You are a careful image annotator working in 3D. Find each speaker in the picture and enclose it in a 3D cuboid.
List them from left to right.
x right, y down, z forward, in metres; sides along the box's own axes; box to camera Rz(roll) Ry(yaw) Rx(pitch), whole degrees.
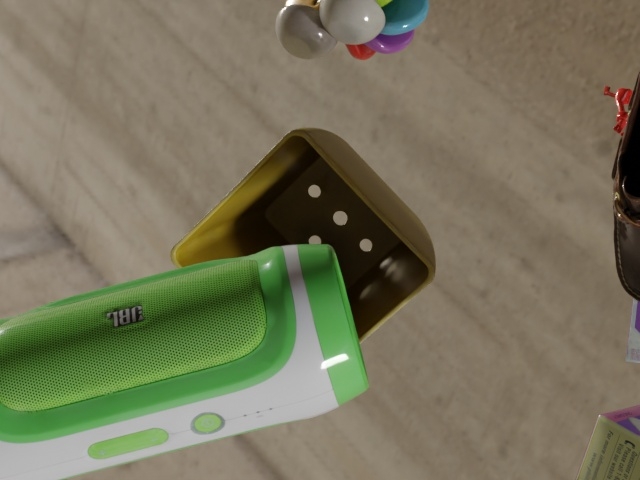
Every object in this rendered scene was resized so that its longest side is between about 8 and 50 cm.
[{"bbox_3d":[-0.121,0.091,0.883,0.297,0.131,0.131,-15,-140,1],"label":"speaker"}]

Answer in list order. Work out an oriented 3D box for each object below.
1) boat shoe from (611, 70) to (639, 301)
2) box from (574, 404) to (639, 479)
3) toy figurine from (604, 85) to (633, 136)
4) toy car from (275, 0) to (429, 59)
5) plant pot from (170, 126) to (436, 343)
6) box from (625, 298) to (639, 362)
[{"bbox_3d":[0.224,-0.043,0.821,0.073,0.207,0.073,-26,-141,-37],"label":"boat shoe"},{"bbox_3d":[0.358,0.229,0.996,0.214,0.117,0.243,-2,-156,-46],"label":"box"},{"bbox_3d":[0.567,-0.160,1.561,0.217,0.363,0.191,55,-170,-29],"label":"toy figurine"},{"bbox_3d":[0.048,-0.268,1.426,0.136,0.182,0.159,42,-122,-30],"label":"toy car"},{"bbox_3d":[0.000,0.000,1.387,0.212,0.212,0.187,46,-158,-2],"label":"plant pot"},{"bbox_3d":[0.539,0.071,1.535,0.293,0.200,0.057,8,-173,20],"label":"box"}]
